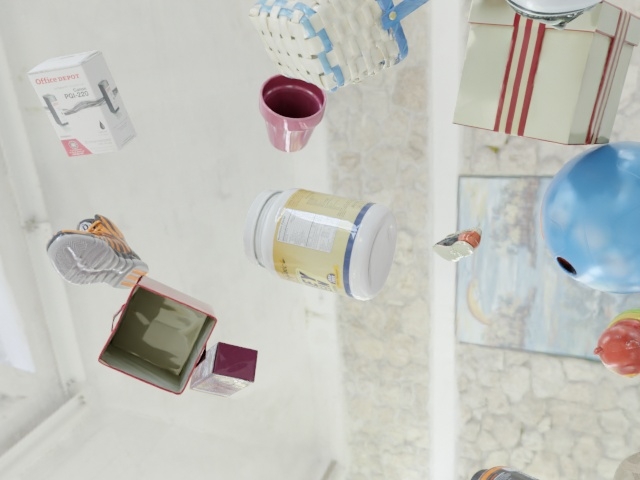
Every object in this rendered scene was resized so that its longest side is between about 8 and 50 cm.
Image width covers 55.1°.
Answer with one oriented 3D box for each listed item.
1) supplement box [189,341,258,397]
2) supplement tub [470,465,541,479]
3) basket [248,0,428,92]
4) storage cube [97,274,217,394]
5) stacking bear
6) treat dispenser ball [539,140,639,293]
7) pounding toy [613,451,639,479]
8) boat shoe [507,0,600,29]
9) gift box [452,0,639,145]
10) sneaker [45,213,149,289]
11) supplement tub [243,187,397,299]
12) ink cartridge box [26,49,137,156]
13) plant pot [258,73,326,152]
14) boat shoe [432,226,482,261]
[{"bbox_3d":[-0.236,0.315,1.483,0.104,0.188,0.080,18,-121,-22],"label":"supplement box"},{"bbox_3d":[0.324,0.435,1.011,0.198,0.106,0.106,163,118,-72],"label":"supplement tub"},{"bbox_3d":[0.049,-0.383,1.007,0.289,0.255,0.201,-42,-51,-9],"label":"basket"},{"bbox_3d":[-0.354,0.204,1.361,0.183,0.215,0.193,-65,13,-3],"label":"storage cube"},{"bbox_3d":[0.762,0.250,1.481,0.289,0.175,0.164,-2,-100,-46],"label":"stacking bear"},{"bbox_3d":[0.567,-0.043,1.161,0.288,0.288,0.288,6,-90,-67],"label":"treat dispenser ball"},{"bbox_3d":[0.774,0.561,1.356,0.183,0.237,0.110,-115,-1,-51],"label":"pounding toy"},{"bbox_3d":[0.323,-0.331,0.795,0.335,0.121,0.119,-34,-20,-37],"label":"boat shoe"},{"bbox_3d":[0.380,-0.319,1.087,0.255,0.276,0.258,-14,-62,-52],"label":"gift box"},{"bbox_3d":[-0.559,0.012,1.465,0.124,0.180,0.321,-42,-23,0],"label":"sneaker"},{"bbox_3d":[0.000,0.000,1.451,0.228,0.316,0.228,-43,-41,-53],"label":"supplement tub"},{"bbox_3d":[-0.550,-0.315,1.429,0.092,0.159,0.218,-65,-34,-53],"label":"ink cartridge box"},{"bbox_3d":[-0.089,-0.373,1.856,0.180,0.201,0.201,101,-171,-55],"label":"plant pot"},{"bbox_3d":[0.246,0.006,1.109,0.043,0.049,0.137,-56,7,-15],"label":"boat shoe"}]
